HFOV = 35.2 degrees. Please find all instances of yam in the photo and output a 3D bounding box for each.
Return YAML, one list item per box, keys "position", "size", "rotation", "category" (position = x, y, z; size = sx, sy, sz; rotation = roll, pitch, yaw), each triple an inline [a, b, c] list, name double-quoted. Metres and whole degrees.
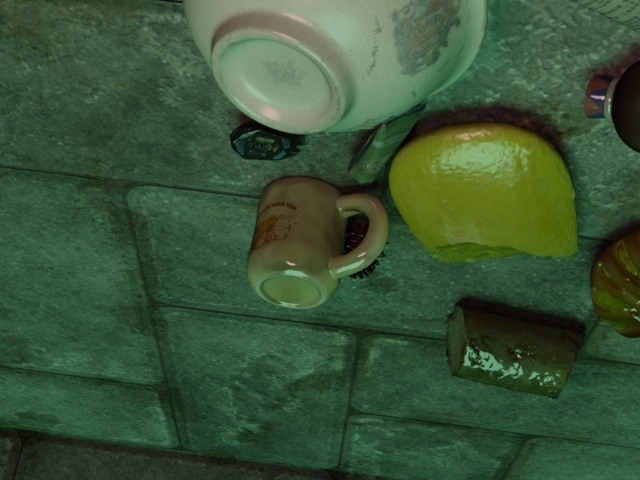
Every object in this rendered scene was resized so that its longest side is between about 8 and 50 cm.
- position: [0.423, 0.242, 2.174]
  size: [0.304, 0.168, 0.168]
  rotation: [14, 148, -5]
  category: "yam"

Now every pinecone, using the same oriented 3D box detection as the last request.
- position: [0.073, 0.020, 1.939]
  size: [0.102, 0.109, 0.102]
  rotation: [26, 163, 9]
  category: "pinecone"

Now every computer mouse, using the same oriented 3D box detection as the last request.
- position: [-0.091, -0.175, 1.722]
  size: [0.135, 0.047, 0.079]
  rotation: [8, 144, -21]
  category: "computer mouse"

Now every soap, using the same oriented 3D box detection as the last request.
- position: [0.290, -0.059, 1.755]
  size: [0.306, 0.115, 0.427]
  rotation: [-3, 147, 24]
  category: "soap"

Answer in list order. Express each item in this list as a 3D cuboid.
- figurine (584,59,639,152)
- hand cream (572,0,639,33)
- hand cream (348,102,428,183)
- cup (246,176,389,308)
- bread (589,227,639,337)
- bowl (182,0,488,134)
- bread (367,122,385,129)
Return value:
- position: [0.519, -0.205, 1.449]
  size: [0.276, 0.161, 0.158]
  rotation: [-9, 104, 22]
  category: "figurine"
- position: [0.396, -0.337, 1.312]
  size: [0.314, 0.089, 0.140]
  rotation: [19, 148, -24]
  category: "hand cream"
- position: [0.102, -0.157, 1.670]
  size: [0.086, 0.055, 0.235]
  rotation: [-28, 170, -26]
  category: "hand cream"
- position: [-0.001, 0.011, 1.850]
  size: [0.255, 0.202, 0.173]
  rotation: [3, 148, 7]
  category: "cup"
- position: [0.663, 0.089, 1.868]
  size: [0.333, 0.160, 0.333]
  rotation: [6, 147, 4]
  category: "bread"
- position: [-0.021, -0.266, 1.288]
  size: [0.435, 0.196, 0.434]
  rotation: [18, 148, 12]
  category: "bowl"
- position: [0.014, -0.268, 1.543]
  size: [0.316, 0.054, 0.316]
  rotation: [7, 150, 4]
  category: "bread"
